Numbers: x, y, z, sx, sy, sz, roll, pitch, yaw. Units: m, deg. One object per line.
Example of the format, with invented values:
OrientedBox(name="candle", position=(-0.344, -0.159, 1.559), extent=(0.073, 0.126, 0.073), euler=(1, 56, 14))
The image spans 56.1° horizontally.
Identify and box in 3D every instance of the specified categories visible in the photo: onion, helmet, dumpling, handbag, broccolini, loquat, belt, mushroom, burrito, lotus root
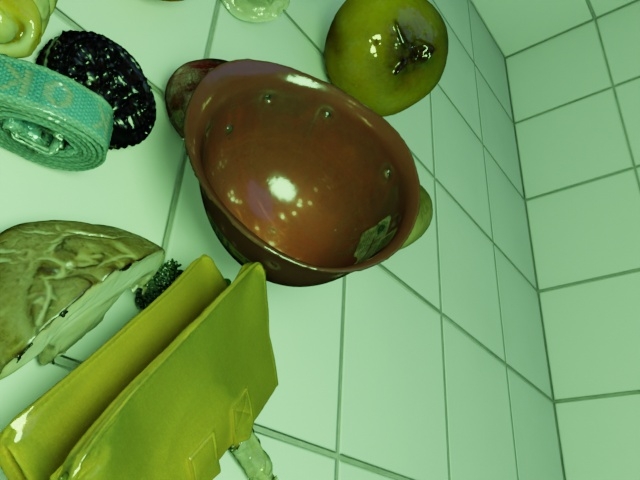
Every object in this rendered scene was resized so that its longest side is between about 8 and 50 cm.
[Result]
OrientedBox(name="onion", position=(-0.169, -0.244, 1.027), extent=(0.160, 0.195, 0.159), euler=(22, 60, -46))
OrientedBox(name="helmet", position=(-0.054, -0.072, 0.963), extent=(0.385, 0.230, 0.337), euler=(42, 56, 7))
OrientedBox(name="dumpling", position=(-0.161, -0.555, 1.294), extent=(0.111, 0.181, 0.155), euler=(83, 32, -77))
OrientedBox(name="handbag", position=(-0.196, 0.224, 0.773), extent=(0.401, 0.133, 0.282), euler=(-51, 141, -50))
OrientedBox(name="broccolini", position=(-0.216, 0.077, 0.950), extent=(0.203, 0.068, 0.091), euler=(17, 73, -70))
OrientedBox(name="loquat", position=(0.156, -0.491, 1.566), extent=(0.329, 0.359, 0.328), euler=(-9, 112, -24))
OrientedBox(name="belt", position=(-0.350, -0.150, 0.762), extent=(0.163, 0.148, 0.082), euler=(14, 64, -21))
OrientedBox(name="mushroom", position=(-0.324, 0.043, 0.737), extent=(0.151, 0.156, 0.286), euler=(41, 34, 4))
OrientedBox(name="burrito", position=(-0.110, 0.347, 0.967), extent=(0.149, 0.041, 0.055), euler=(63, 20, -8))
OrientedBox(name="lotus root", position=(0.210, -0.075, 1.557), extent=(0.343, 0.152, 0.169), euler=(-30, 100, -54))

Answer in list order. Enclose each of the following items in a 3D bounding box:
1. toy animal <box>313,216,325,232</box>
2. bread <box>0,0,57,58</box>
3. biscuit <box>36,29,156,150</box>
OrientedBox(name="toy animal", position=(0.006, 0.013, 1.174), extent=(0.184, 0.185, 0.104), euler=(48, 37, -33))
OrientedBox(name="bread", position=(-0.420, -0.381, 0.785), extent=(0.173, 0.121, 0.311), euler=(40, 44, -45))
OrientedBox(name="biscuit", position=(-0.332, -0.225, 0.905), extent=(0.195, 0.053, 0.194), euler=(33, 48, -46))
